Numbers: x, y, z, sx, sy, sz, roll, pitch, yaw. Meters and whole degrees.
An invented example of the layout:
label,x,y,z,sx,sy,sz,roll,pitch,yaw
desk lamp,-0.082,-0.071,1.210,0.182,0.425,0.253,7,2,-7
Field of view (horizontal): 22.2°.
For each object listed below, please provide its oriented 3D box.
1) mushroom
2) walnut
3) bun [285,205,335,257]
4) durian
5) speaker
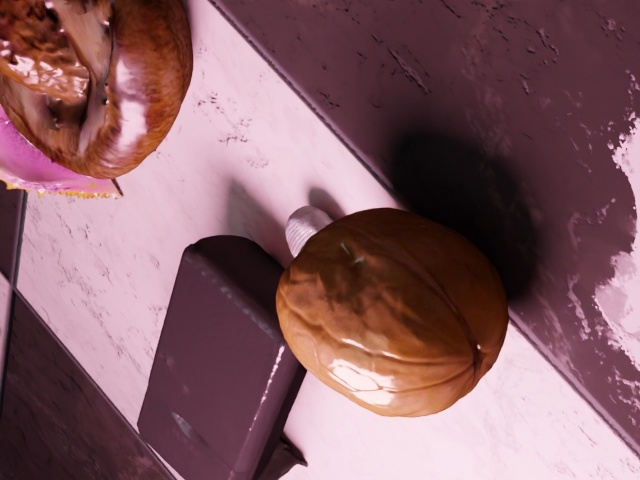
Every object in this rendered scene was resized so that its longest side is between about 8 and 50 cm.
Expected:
label,x,y,z,sx,sy,sz,roll,pitch,yaw
mushroom,-0.252,-0.215,1.725,0.263,0.195,0.283,16,149,39
walnut,0.067,0.066,1.532,0.225,0.193,0.193,19,135,35
bun,0.000,0.000,1.719,0.083,0.045,0.083,35,147,28
durian,-0.370,-0.162,2.014,0.153,0.186,0.260,22,124,36
speaker,-0.082,0.153,1.930,0.180,0.184,0.388,42,138,21
